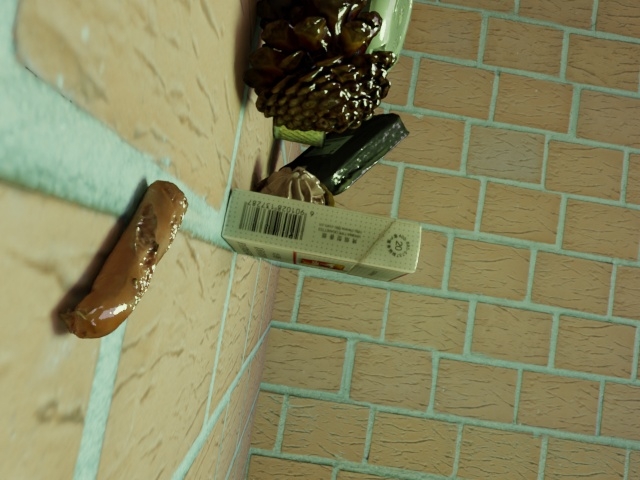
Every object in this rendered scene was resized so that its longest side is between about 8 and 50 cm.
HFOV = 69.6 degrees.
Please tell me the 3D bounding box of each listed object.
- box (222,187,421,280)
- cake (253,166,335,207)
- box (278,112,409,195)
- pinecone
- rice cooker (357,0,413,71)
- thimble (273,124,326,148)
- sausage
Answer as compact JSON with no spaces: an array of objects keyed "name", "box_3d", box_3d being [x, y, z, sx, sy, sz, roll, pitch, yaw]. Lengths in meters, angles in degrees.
[{"name":"box","box_3d":[0.000,-0.001,0.867,0.210,0.331,0.095,110,-11,-80]},{"name":"cake","box_3d":[-0.052,-0.090,1.068,0.178,0.208,0.185,120,-13,-45]},{"name":"box","box_3d":[0.047,-0.251,1.374,0.350,0.091,0.359,-42,-155,-21]},{"name":"pinecone","box_3d":[-0.012,-0.314,0.748,0.246,0.247,0.291,104,-25,-70]},{"name":"rice cooker","box_3d":[0.050,-0.507,1.000,0.288,0.277,0.288,16,90,-75]},{"name":"thimble","box_3d":[-0.039,-0.401,1.295,0.271,0.150,0.270,-170,-90,-88]},{"name":"sausage","box_3d":[-0.138,0.010,0.341,0.036,0.042,0.157,-34,-152,30]}]
